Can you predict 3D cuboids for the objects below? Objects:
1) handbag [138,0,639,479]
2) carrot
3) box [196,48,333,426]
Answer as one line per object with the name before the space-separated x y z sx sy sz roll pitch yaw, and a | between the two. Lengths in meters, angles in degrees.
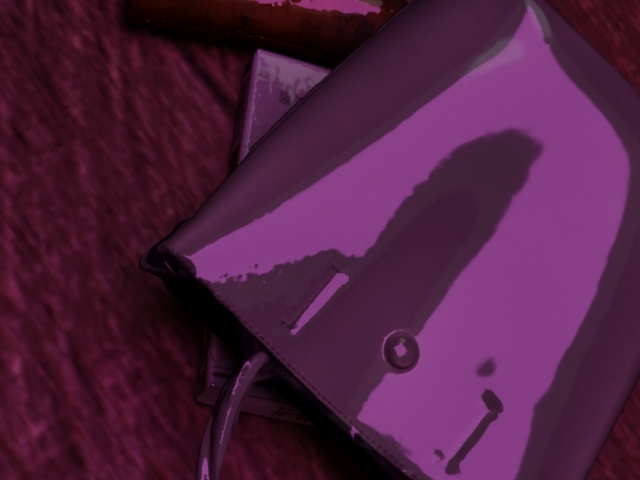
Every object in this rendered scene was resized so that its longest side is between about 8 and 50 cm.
handbag | 0.055 0.031 0.633 0.241 0.109 0.315 42 61 -5
carrot | -0.028 -0.129 0.722 0.161 0.055 0.055 7 69 -15
box | -0.001 0.000 0.696 0.109 0.029 0.198 14 65 -17
